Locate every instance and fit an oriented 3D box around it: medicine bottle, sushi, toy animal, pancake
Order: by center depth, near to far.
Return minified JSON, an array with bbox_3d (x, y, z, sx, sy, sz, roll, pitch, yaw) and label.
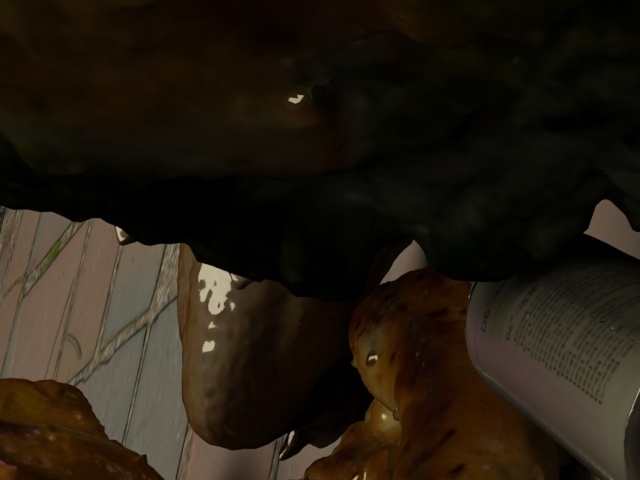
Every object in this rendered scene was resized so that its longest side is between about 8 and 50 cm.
[{"bbox_3d":[0.027,-0.129,0.433,0.352,0.294,0.178,136,150,-59],"label":"sushi"},{"bbox_3d":[0.077,0.030,0.542,0.199,0.057,0.058,-142,69,-73],"label":"medicine bottle"},{"bbox_3d":[-0.016,0.117,0.646,0.244,0.057,0.266,-30,22,32],"label":"pancake"},{"bbox_3d":[0.000,0.000,0.767,0.188,0.089,0.179,-63,-31,-12],"label":"toy animal"}]

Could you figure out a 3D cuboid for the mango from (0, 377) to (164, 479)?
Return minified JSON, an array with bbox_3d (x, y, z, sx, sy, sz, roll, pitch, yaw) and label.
[{"bbox_3d":[-0.155,0.234,0.970,0.201,0.199,0.350,-42,-36,-60],"label":"mango"}]
